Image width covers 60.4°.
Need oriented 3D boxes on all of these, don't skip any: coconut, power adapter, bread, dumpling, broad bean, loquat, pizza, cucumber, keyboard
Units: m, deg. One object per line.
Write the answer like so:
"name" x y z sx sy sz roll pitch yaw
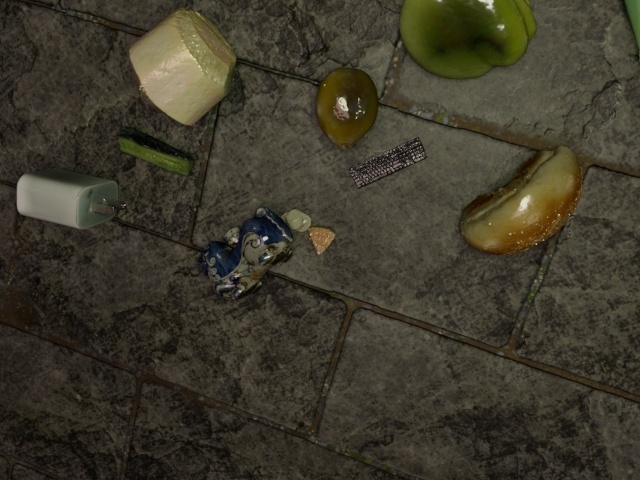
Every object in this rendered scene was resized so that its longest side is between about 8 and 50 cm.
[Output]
"coconut" -0.344 -0.414 1.342 0.244 0.239 0.239 -34 95 19
"power adapter" -0.668 -0.111 1.522 0.255 0.187 0.124 13 108 9
"bread" 0.468 -0.072 1.252 0.314 0.192 0.171 -40 91 20
"dumpling" -0.062 -0.054 1.469 0.076 0.057 0.052 -22 55 6
"broad bean" 0.314 -0.461 1.198 0.291 0.119 0.238 16 140 5
"loquat" 0.062 -0.315 1.312 0.152 0.152 0.195 2 92 13
"pizza" 0.000 -0.001 1.474 0.083 0.025 0.078 15 103 16
"cucumber" -0.443 -0.247 1.503 0.211 0.062 0.078 20 142 2
"keyboard" 0.169 -0.194 1.386 0.195 0.018 0.060 -24 101 19

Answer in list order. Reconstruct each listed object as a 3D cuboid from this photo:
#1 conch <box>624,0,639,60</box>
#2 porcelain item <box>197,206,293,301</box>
"conch" 0.707 -0.484 1.113 0.143 0.137 0.251 -21 99 17
"porcelain item" -0.204 0.033 1.489 0.186 0.138 0.288 50 115 16
